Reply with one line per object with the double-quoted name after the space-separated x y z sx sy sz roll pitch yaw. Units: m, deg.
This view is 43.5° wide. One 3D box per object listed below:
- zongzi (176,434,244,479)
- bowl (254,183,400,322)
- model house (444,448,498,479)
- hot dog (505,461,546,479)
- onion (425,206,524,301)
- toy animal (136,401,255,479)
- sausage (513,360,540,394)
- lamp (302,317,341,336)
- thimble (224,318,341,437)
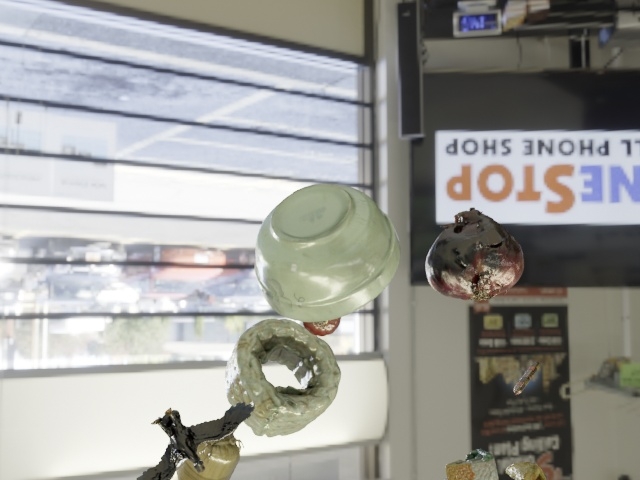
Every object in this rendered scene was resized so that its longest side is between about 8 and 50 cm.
-0.235 0.405 1.585 0.099 0.197 0.194 5 129 -32 "zongzi"
0.000 0.000 1.614 0.307 0.307 0.163 -2 134 20 "bowl"
0.292 0.473 1.610 0.100 0.088 0.100 -10 176 -12 "model house"
0.493 0.553 1.888 0.078 0.061 0.169 17 -176 -14 "hot dog"
0.412 0.059 2.201 0.280 0.281 0.221 1 158 -11 "onion"
-0.200 0.293 1.171 0.220 0.108 0.062 -39 165 -12 "toy animal"
0.615 0.409 2.389 0.028 0.025 0.198 -34 179 38 "sausage"
0.002 0.188 1.986 0.101 0.101 0.090 -1 -172 6 "lamp"
-0.105 0.363 2.082 0.291 0.291 0.195 2 146 -23 "thimble"
